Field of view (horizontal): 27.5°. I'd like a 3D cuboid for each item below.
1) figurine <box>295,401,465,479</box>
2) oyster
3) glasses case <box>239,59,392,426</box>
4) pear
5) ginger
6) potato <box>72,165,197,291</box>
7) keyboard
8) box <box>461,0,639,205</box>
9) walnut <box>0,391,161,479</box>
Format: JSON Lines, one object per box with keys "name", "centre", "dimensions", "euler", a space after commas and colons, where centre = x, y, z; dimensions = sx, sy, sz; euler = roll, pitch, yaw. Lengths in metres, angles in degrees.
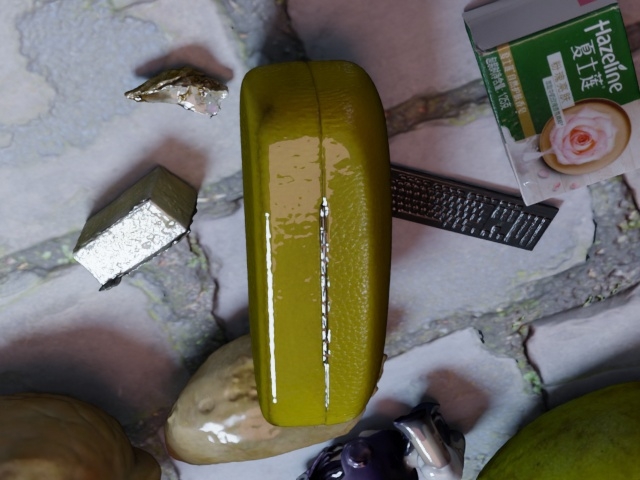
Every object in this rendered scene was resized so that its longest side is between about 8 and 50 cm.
{"name": "figurine", "centre": [0.070, 0.294, 1.552], "dimensions": [0.222, 0.145, 0.145], "euler": [-33, 127, 17]}
{"name": "oyster", "centre": [-0.132, -0.142, 1.218], "dimensions": [0.093, 0.034, 0.051], "euler": [9, 145, -29]}
{"name": "glasses case", "centre": [0.000, 0.000, 1.254], "dimensions": [0.141, 0.173, 0.371], "euler": [-5, 120, -8]}
{"name": "pear", "centre": [0.378, 0.340, 1.515], "dimensions": [0.414, 0.352, 0.352], "euler": [-18, 131, 18]}
{"name": "ginger", "centre": [-0.059, 0.168, 1.427], "dimensions": [0.267, 0.138, 0.152], "euler": [-20, 172, 17]}
{"name": "potato", "centre": [-0.185, -0.011, 1.293], "dimensions": [0.122, 0.086, 0.061], "euler": [-33, 113, 21]}
{"name": "keyboard", "centre": [0.146, -0.034, 1.360], "dimensions": [0.202, 0.011, 0.067], "euler": [13, 128, -18]}
{"name": "box", "centre": [0.227, -0.143, 1.236], "dimensions": [0.135, 0.081, 0.199], "euler": [-19, 132, 9]}
{"name": "walnut", "centre": [-0.305, 0.308, 1.431], "dimensions": [0.285, 0.285, 0.296], "euler": [-20, 94, 9]}
